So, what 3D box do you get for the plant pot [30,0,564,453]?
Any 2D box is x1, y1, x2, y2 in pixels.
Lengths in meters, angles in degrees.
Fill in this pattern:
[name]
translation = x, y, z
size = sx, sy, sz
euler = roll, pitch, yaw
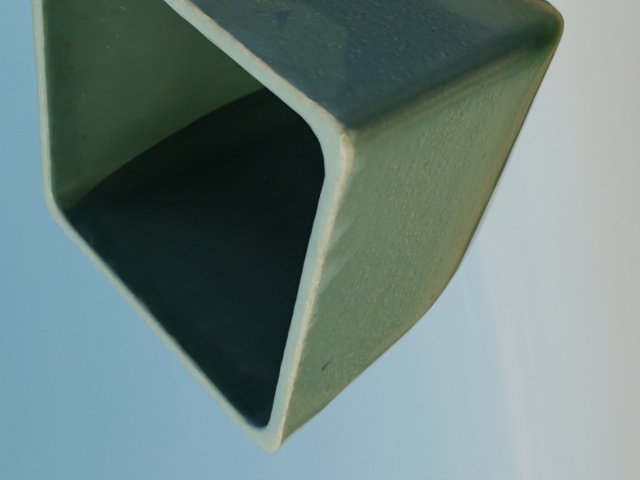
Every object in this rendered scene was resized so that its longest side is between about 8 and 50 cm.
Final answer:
[plant pot]
translation = 0.000, -0.081, 0.571
size = 0.252, 0.247, 0.248
euler = -29, -31, -34
